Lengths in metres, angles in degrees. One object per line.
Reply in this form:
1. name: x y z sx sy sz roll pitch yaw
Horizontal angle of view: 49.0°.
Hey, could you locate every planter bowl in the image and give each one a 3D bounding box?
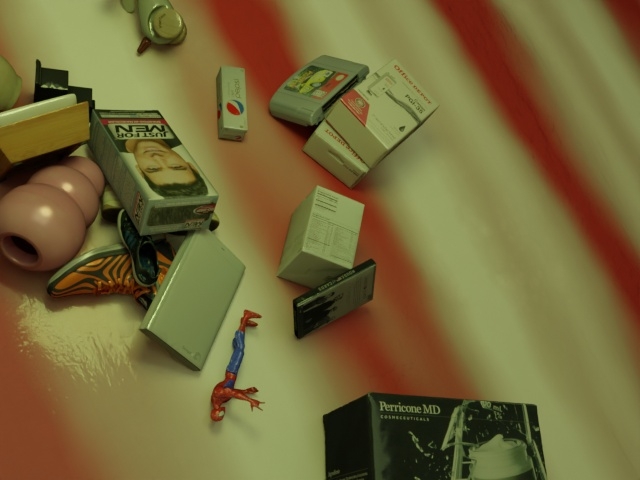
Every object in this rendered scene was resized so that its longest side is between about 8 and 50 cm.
1. planter bowl: -0.818 -0.389 1.754 0.109 0.162 0.162 23 56 -44

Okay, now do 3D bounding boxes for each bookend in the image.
1. bookend: -0.655 -0.381 1.808 0.156 0.157 0.072 2 67 -22

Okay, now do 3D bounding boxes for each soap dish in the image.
1. soap dish: -0.685 -0.238 1.668 0.228 0.290 0.118 -26 99 -32

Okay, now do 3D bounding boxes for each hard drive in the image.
1. hard drive: -0.307 0.137 1.735 0.203 0.040 0.308 49 49 -39

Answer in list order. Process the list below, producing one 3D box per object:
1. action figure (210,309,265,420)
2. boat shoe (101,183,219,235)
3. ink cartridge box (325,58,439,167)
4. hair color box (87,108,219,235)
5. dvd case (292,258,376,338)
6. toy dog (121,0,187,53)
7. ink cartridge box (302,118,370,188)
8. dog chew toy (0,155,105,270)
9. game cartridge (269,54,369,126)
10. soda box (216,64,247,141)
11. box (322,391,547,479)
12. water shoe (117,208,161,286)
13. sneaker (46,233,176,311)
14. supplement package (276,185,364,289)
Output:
1. action figure: -0.180 0.324 1.730 0.139 0.091 0.280 22 59 -1
2. boat shoe: -0.408 -0.086 1.814 0.302 0.109 0.098 8 58 -21
3. ink cartridge box: 0.184 -0.380 2.067 0.207 0.117 0.283 47 56 1
4. hair color box: -0.424 -0.180 1.746 0.185 0.114 0.374 -8 46 -38
5. dvd case: 0.037 0.154 1.830 0.238 0.179 0.030 -27 59 -18
6. toy dog: -0.522 -0.671 2.004 0.161 0.220 0.334 -37 76 -1
7. ink cartridge box: 0.101 -0.323 2.142 0.197 0.114 0.273 38 56 -4
8. dog chew toy: -0.624 -0.083 1.664 0.206 0.207 0.332 29 43 -9
9. game cartridge: -0.012 -0.462 2.130 0.196 0.060 0.294 20 54 36
10. soda box: -0.259 -0.399 2.044 0.073 0.069 0.216 4 65 -22
11. box: 0.276 0.638 1.677 0.479 0.297 0.472 8 62 -20
12. water shoe: -0.418 0.006 1.658 0.072 0.080 0.203 -11 73 -39
13. sneaker: -0.475 0.104 1.684 0.321 0.124 0.180 -24 78 -31
14. supplement package: 0.000 0.000 1.901 0.149 0.194 0.203 21 61 -16
